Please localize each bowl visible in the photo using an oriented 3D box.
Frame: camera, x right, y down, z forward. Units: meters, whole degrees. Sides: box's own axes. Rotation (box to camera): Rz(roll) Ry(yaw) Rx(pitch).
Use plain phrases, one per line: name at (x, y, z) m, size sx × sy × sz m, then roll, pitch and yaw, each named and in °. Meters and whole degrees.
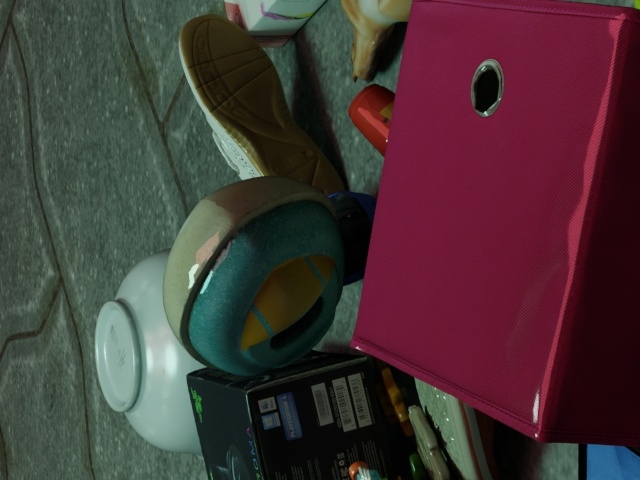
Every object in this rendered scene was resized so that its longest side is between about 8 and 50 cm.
bowl at (-0.202, 0.143, 2.001) m, size 0.298 × 0.134 × 0.298 m, roll 11°, pitch 103°, yaw 61°

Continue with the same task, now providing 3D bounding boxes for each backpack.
backpack at (0.014, 0.001, 1.609) m, size 0.120 × 0.101 × 0.098 m, roll -28°, pitch 83°, yaw 24°

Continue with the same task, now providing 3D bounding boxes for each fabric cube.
fabric cube at (0.201, -0.015, 1.051) m, size 0.254 × 0.259 × 0.258 m, roll 23°, pitch 104°, yaw 61°

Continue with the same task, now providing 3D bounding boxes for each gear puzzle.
gear puzzle at (0.103, 0.248, 1.453) m, size 0.175 × 0.044 × 0.339 m, roll 76°, pitch 173°, yaw -58°

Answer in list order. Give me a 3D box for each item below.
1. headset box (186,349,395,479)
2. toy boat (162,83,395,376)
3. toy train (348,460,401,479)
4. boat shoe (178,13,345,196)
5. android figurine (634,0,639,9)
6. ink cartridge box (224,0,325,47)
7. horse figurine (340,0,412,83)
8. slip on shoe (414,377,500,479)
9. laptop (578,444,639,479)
headset box at (-0.028, 0.244, 1.609) m, size 0.283 × 0.131 × 0.246 m, roll 178°, pitch 79°, yaw -73°
toy boat at (0.000, 0.000, 1.442) m, size 0.148 × 0.318 × 0.267 m, roll 44°, pitch 174°, yaw 22°
toy train at (0.074, 0.277, 1.427) m, size 0.125 × 0.046 × 0.166 m, roll 159°, pitch 94°, yaw -80°
boat shoe at (-0.077, -0.119, 1.728) m, size 0.277 × 0.098 × 0.096 m, roll 59°, pitch 157°, yaw 12°
android figurine at (0.263, -0.284, 1.156) m, size 0.273 × 0.056 × 0.248 m, roll 8°, pitch 100°, yaw 61°
ink cartridge box at (-0.041, -0.303, 1.718) m, size 0.198 × 0.067 × 0.115 m, roll -36°, pitch 62°, yaw 60°
horse figurine at (0.073, -0.262, 1.510) m, size 0.263 × 0.066 × 0.174 m, roll 164°, pitch 107°, yaw -64°
slip on shoe at (0.137, 0.083, 1.392) m, size 0.123 × 0.101 × 0.331 m, roll -130°, pitch 30°, yaw -66°
laptop at (0.218, 0.298, 1.171) m, size 0.136 × 0.264 × 0.234 m, roll 7°, pitch 117°, yaw 26°
